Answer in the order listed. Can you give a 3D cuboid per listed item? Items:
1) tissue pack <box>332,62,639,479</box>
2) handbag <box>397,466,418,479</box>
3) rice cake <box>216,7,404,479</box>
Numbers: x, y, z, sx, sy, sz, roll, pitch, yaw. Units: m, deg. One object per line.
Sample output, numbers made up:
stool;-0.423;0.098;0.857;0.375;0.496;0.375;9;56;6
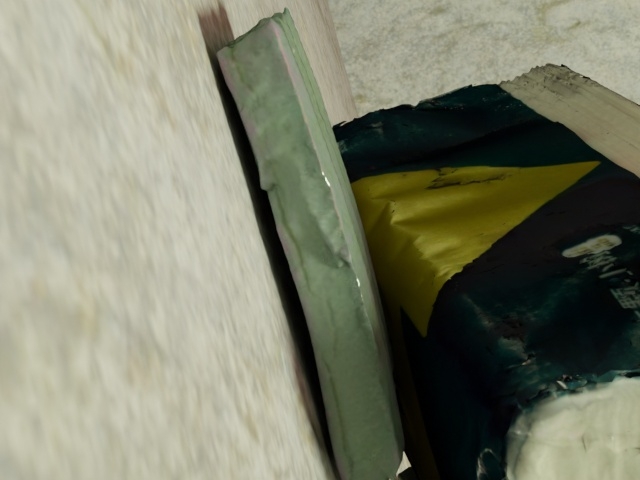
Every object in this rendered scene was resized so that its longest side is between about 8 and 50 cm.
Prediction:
tissue pack;0.168;0.067;0.707;0.416;0.253;0.264;-117;-170;-63
handbag;0.117;0.291;0.845;0.219;0.079;0.256;61;-4;36
rice cake;0.000;0.000;0.567;0.127;0.043;0.237;-81;155;-75
